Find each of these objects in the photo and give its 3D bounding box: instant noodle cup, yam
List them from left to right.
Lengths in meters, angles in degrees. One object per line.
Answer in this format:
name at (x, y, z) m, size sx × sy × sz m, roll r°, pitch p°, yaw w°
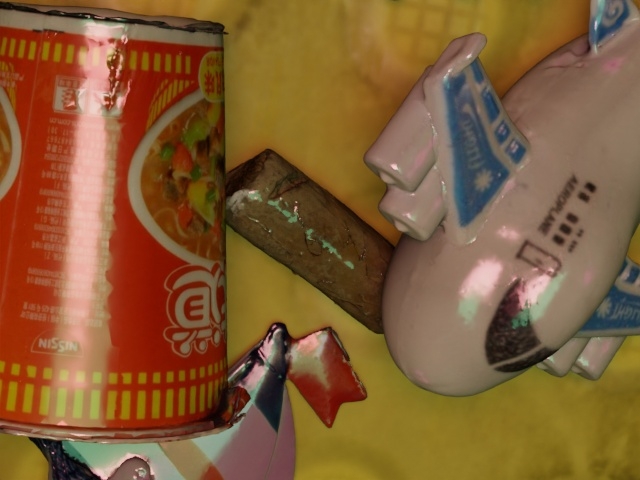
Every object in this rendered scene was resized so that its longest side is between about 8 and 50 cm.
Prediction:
instant noodle cup at (-0.122, -0.017, 0.905) m, size 0.193 × 0.193 × 0.212 m, roll 5°, pitch 98°, yaw -9°
yam at (0.000, 0.000, 0.984) m, size 0.132 × 0.054 × 0.054 m, roll 38°, pitch 98°, yaw -16°

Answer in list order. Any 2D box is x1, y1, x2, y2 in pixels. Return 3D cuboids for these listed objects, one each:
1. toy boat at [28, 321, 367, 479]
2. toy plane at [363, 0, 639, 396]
toy boat at (-0.106, 0.192, 1.032) m, size 0.318 × 0.072 × 0.219 m, roll -22°, pitch 106°, yaw -11°
toy plane at (0.134, -0.025, 0.945) m, size 0.266 × 0.122 × 0.267 m, roll -14°, pitch 117°, yaw -29°
